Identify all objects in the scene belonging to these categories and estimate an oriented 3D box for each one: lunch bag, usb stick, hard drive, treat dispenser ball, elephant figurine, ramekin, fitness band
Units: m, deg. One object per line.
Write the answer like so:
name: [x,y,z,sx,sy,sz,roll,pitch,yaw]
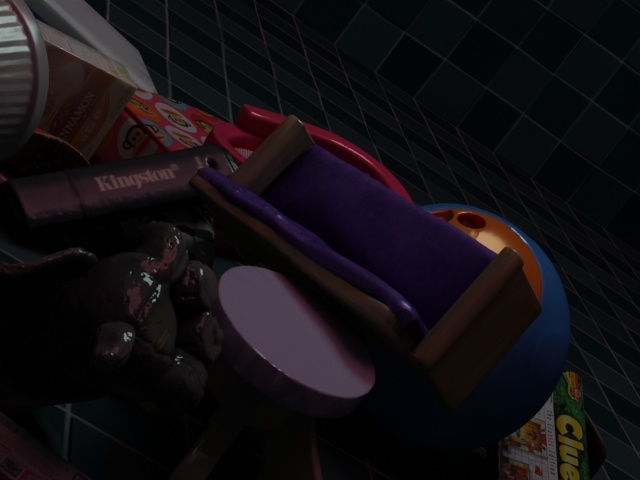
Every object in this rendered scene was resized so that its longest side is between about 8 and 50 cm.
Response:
lunch bag: [-0.182,-0.107,2.059,0.258,0.120,0.293,46,18,32]
usb stick: [-0.215,-0.055,1.739,0.278,0.045,0.077,-12,52,-32]
hard drive: [-0.372,-0.329,2.319,0.319,0.040,0.210,43,10,-31]
treat dispenser ball: [0.144,0.100,1.849,0.288,0.288,0.288,34,15,-11]
elephant figurine: [-0.217,0.079,1.354,0.186,0.240,0.169,57,37,-48]
ramekin: [-0.391,-0.172,1.633,0.207,0.207,0.109,42,24,16]
fitness band: [-0.013,-0.075,1.979,0.291,0.054,0.209,14,30,-36]

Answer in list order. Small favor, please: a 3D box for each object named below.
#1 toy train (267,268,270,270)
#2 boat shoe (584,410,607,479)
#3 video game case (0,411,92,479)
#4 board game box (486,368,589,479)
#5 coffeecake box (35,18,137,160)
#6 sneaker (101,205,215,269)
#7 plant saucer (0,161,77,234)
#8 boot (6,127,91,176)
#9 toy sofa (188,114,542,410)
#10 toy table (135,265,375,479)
toy train: [0.002,0.039,1.992,0.105,0.143,0.248,36,15,-4]
boat shoe: [0.239,0.196,2.115,0.324,0.122,0.120,39,12,5]
video game case: [-0.232,0.193,1.241,0.157,0.019,0.143,37,15,-2]
board game box: [0.263,0.250,1.941,0.136,0.030,0.259,23,44,-20]
coffeecake box: [-0.334,-0.174,1.869,0.185,0.142,0.068,26,18,-35]
sneaker: [-0.195,-0.002,1.799,0.153,0.094,0.235,5,54,-5]
plant saucer: [-0.333,-0.069,1.780,0.168,0.029,0.168,35,16,-11]
boot: [-0.319,-0.106,1.762,0.158,0.059,0.084,31,11,-19]
toy sofa: [0.041,0.001,1.664,0.362,0.150,0.177,34,-15,39]
toy table: [-0.067,0.140,1.503,0.252,0.161,0.274,40,14,12]
